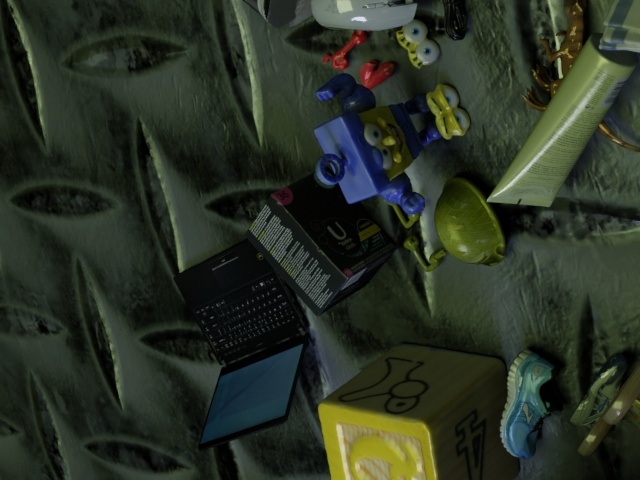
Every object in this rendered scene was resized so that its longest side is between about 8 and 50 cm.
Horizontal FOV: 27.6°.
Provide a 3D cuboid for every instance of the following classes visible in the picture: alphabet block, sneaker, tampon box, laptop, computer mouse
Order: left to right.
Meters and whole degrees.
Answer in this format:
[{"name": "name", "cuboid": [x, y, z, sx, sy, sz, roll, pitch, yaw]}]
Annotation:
[{"name": "laptop", "cuboid": [-0.144, 0.162, 2.027, 0.234, 0.136, 0.264, -25, 94, 45]}, {"name": "tampon box", "cuboid": [0.000, 0.000, 1.828, 0.161, 0.120, 0.101, 48, 135, 11]}, {"name": "computer mouse", "cuboid": [0.081, -0.291, 1.605, 0.193, 0.042, 0.106, -4, 111, 9]}, {"name": "alphabet block", "cuboid": [0.138, 0.275, 1.795, 0.192, 0.197, 0.193, 4, 114, 40]}, {"name": "sneaker", "cuboid": [0.285, 0.228, 1.739, 0.073, 0.063, 0.162, 18, 123, 30]}, {"name": "sneaker", "cuboid": [0.371, 0.198, 1.664, 0.058, 0.052, 0.135, 32, 137, 13]}]

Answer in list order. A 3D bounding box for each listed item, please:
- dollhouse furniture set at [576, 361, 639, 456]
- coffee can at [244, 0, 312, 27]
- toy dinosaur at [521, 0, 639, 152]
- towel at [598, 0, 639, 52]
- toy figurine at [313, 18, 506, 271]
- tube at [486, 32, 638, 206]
[{"name": "dollhouse furniture set", "cuboid": [0.456, 0.268, 1.347, 0.362, 0.256, 0.394, 35, 159, 15]}, {"name": "coffee can", "cuboid": [-0.096, -0.428, 1.635, 0.275, 0.201, 0.201, 41, 133, 17]}, {"name": "toy dinosaur", "cuboid": [0.300, -0.178, 1.516, 0.112, 0.064, 0.211, -11, 104, 43]}, {"name": "towel", "cuboid": [0.439, -0.254, 1.291, 0.285, 0.209, 0.034, 17, 164, 34]}, {"name": "toy figurine", "cuboid": [0.065, -0.089, 1.658, 0.191, 0.217, 0.362, -18, 98, 45]}, {"name": "tube", "cuboid": [0.278, -0.127, 1.495, 0.070, 0.062, 0.240, 30, 129, 6]}]
